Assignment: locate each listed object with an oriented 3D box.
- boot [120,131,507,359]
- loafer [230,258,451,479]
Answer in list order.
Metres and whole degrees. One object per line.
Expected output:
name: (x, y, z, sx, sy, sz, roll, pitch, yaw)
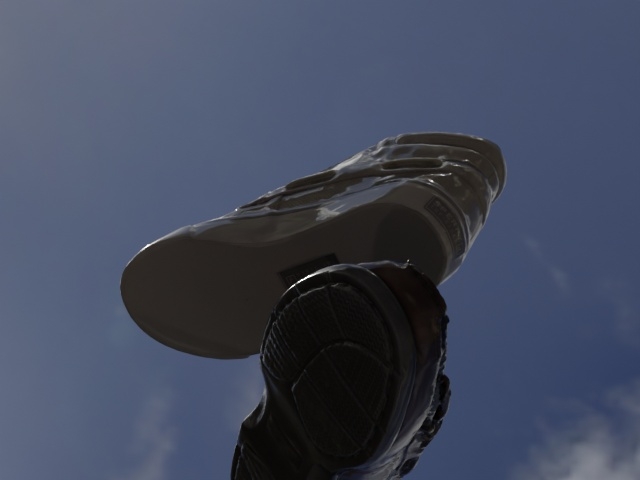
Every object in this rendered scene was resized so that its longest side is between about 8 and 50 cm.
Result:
boot: (0.000, 0.000, 1.284, 0.258, 0.123, 0.095, -11, -70, 33)
loafer: (0.022, 0.091, 1.163, 0.109, 0.095, 0.302, 56, -29, 20)
